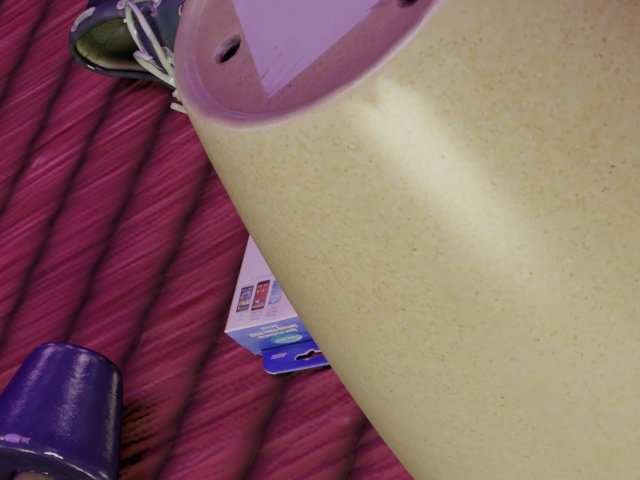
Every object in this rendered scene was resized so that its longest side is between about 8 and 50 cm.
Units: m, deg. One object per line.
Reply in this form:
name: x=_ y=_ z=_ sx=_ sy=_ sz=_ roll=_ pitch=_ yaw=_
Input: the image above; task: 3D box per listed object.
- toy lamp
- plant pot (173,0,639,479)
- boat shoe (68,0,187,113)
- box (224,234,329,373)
toy lamp: x=-0.156 y=0.178 z=0.895 sx=0.080 sy=0.080 sz=0.275 roll=-11 pitch=51 yaw=41
plant pot: x=0.087 y=-0.015 z=0.642 sx=0.256 sy=0.274 sz=0.256 roll=-27 pitch=44 yaw=29
boat shoe: x=-0.070 y=-0.115 z=1.039 sx=0.079 sy=0.095 sz=0.254 roll=-56 pitch=35 yaw=-9
box: x=0.000 y=0.000 z=0.926 sx=0.081 sy=0.028 sz=0.136 roll=-15 pitch=48 yaw=38
